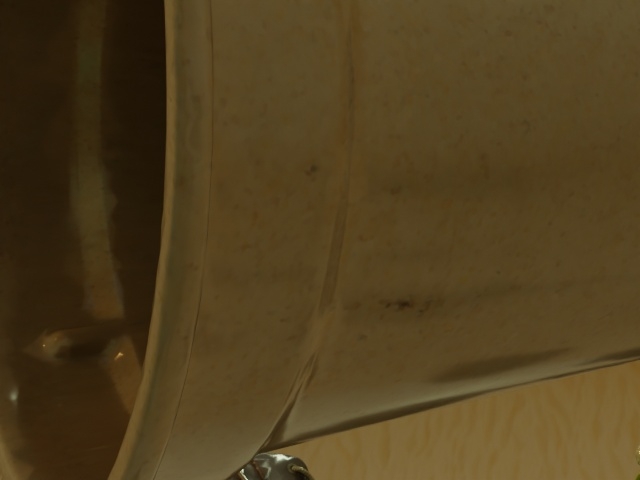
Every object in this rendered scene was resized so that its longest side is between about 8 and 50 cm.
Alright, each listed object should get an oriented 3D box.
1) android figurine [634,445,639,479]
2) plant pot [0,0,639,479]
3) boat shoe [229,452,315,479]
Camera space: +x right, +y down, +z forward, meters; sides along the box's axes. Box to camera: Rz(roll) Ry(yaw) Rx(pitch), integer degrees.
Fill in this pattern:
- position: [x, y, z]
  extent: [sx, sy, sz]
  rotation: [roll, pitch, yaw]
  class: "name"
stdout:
- position: [0.284, 0.217, 1.152]
  extent: [0.056, 0.273, 0.248]
  rotation: [27, -87, 22]
  class: "android figurine"
- position: [0.027, -0.053, 0.585]
  extent: [0.305, 0.334, 0.334]
  rotation: [-1, -53, -25]
  class: "plant pot"
- position: [-0.053, 0.251, 1.246]
  extent: [0.355, 0.130, 0.132]
  rotation: [29, -30, 41]
  class: "boat shoe"
